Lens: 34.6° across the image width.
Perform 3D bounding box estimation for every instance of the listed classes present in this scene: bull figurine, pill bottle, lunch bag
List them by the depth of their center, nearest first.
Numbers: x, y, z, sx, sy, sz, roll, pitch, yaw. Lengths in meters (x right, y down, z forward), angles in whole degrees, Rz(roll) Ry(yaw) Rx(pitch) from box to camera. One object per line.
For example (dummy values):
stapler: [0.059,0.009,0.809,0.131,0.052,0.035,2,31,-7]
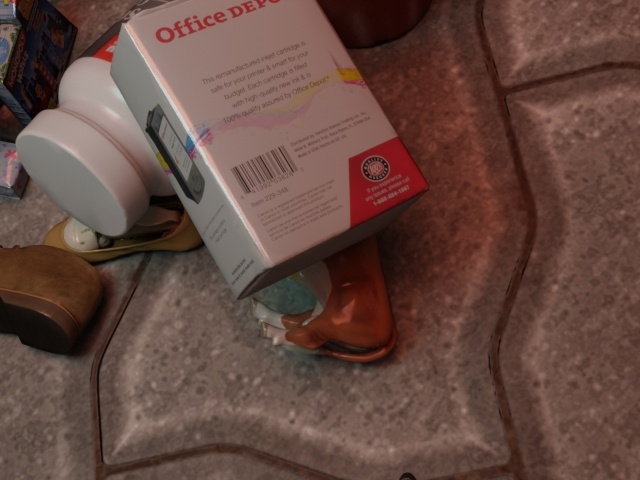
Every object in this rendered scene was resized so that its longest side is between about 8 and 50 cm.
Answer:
bull figurine: [0.000,0.000,1.250,0.189,0.101,0.310,-6,66,-13]
pill bottle: [-0.195,-0.188,1.302,0.210,0.210,0.363,26,60,22]
lunch bag: [-0.453,-0.102,1.442,0.083,0.053,0.071,11,70,7]

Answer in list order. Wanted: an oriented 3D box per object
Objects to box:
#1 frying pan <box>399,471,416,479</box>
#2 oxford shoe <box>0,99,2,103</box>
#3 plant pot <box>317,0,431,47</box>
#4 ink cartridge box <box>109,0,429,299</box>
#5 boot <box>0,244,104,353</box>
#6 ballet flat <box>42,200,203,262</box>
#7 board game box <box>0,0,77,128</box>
frying pan: [0.088,0.432,1.070,0.197,0.053,0.326,-28,60,-2]
oxford shoe: [-0.499,-0.261,1.530,0.076,0.076,0.212,-2,63,45]
plant pot: [0.039,-0.413,1.364,0.273,0.265,0.272,-5,64,9]
ink cartridge box: [-0.060,-0.122,1.138,0.226,0.131,0.306,-26,79,-27]
boot: [-0.425,0.051,1.352,0.305,0.112,0.115,17,48,17]
ballet flat: [-0.266,-0.020,1.349,0.232,0.073,0.080,-8,66,9]
board game box: [-0.424,-0.276,1.438,0.060,0.194,0.194,2,65,13]
